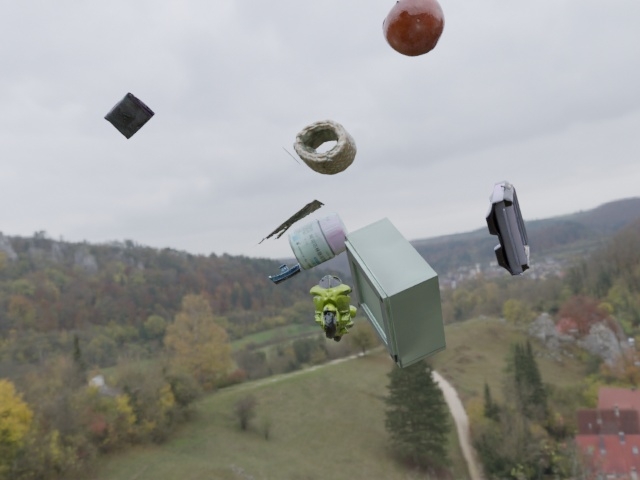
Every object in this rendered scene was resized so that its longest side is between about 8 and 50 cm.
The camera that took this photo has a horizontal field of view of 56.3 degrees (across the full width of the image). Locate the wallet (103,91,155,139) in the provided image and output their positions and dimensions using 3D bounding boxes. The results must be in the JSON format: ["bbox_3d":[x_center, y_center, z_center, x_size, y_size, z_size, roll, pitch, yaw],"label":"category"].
[{"bbox_3d":[-0.643,-0.419,2.009,0.166,0.111,0.030,-28,27,36],"label":"wallet"}]

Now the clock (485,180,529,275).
[{"bbox_3d":[0.552,-0.040,1.770,0.084,0.253,0.186,-13,18,23],"label":"clock"}]

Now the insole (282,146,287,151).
[{"bbox_3d":[-0.089,-0.261,1.850,0.002,0.045,0.135,-47,-18,4],"label":"insole"}]

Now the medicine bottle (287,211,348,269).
[{"bbox_3d":[0.000,0.000,1.821,0.169,0.135,0.135,-26,-5,6],"label":"medicine bottle"}]

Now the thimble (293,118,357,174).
[{"bbox_3d":[0.020,-0.374,2.386,0.229,0.195,0.148,21,-9,28],"label":"thimble"}]

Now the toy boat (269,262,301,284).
[{"bbox_3d":[-0.144,0.128,2.438,0.137,0.060,0.060,-30,-8,3],"label":"toy boat"}]

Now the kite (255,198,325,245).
[{"bbox_3d":[-0.105,-0.079,2.341,0.406,0.014,0.368,-32,-6,-37],"label":"kite"}]

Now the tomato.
[{"bbox_3d":[0.398,-0.902,2.521,0.265,0.264,0.265,-7,-3,0],"label":"tomato"}]

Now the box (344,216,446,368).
[{"bbox_3d":[0.155,0.111,1.293,0.118,0.224,0.225,-23,39,-9],"label":"box"}]

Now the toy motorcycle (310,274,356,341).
[{"bbox_3d":[0.041,0.229,1.989,0.143,0.205,0.342,7,-12,9],"label":"toy motorcycle"}]
